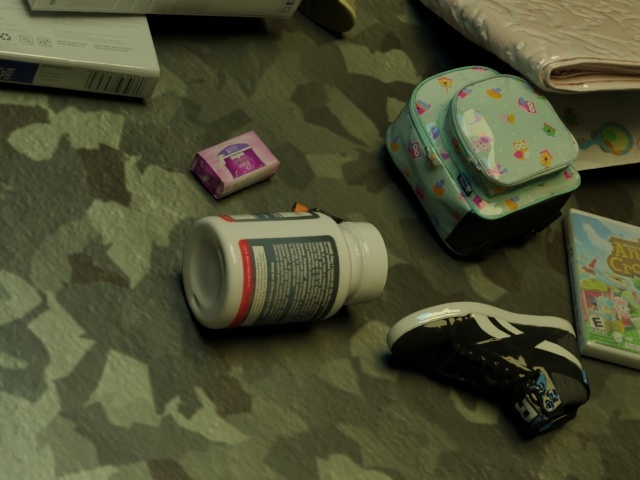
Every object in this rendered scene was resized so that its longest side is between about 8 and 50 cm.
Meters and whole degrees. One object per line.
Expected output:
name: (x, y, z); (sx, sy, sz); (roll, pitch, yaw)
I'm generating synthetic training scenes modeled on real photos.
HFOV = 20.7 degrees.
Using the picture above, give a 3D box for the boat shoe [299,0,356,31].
boat shoe: (-0.013, -0.298, 2.009); (0.153, 0.056, 0.048); (36, 49, 15)

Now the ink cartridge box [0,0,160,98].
ink cartridge box: (-0.293, -0.249, 1.823); (0.223, 0.045, 0.224); (5, 48, -25)

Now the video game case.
video game case: (0.371, 0.066, 1.924); (0.212, 0.023, 0.193); (15, 47, -16)

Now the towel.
towel: (0.302, -0.241, 2.039); (0.317, 0.053, 0.332); (1, 24, -27)

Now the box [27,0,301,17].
box: (-0.197, -0.340, 1.892); (0.322, 0.058, 0.232); (-2, 51, -35)

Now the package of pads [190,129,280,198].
package of pads: (-0.087, -0.077, 1.798); (0.083, 0.032, 0.050); (-25, 66, -40)

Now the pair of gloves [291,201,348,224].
pair of gloves: (0.000, 0.000, 1.793); (0.074, 0.010, 0.083); (20, 43, -9)

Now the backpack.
backpack: (0.170, -0.099, 1.877); (0.166, 0.144, 0.188); (-21, 61, -32)

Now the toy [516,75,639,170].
toy: (0.310, -0.132, 2.037); (0.237, 0.056, 0.137); (-6, 61, -25)

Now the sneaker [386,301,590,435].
sneaker: (0.177, 0.131, 1.726); (0.217, 0.079, 0.121); (4, 50, -27)

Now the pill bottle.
pill bottle: (-0.031, 0.027, 1.686); (0.180, 0.108, 0.108); (-3, 55, -30)
